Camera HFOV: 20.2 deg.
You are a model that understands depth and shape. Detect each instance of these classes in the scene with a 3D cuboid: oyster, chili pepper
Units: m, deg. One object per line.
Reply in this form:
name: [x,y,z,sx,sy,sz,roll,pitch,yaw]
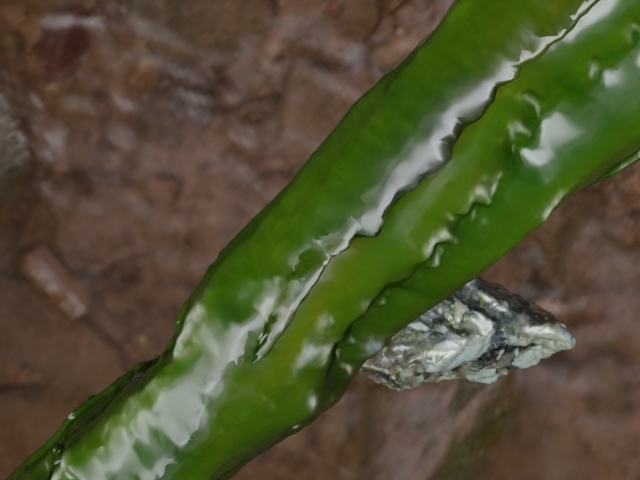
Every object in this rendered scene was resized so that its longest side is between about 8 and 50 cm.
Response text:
oyster: [0.058,0.060,1.445,0.252,0.199,0.087,48,157,-14]
chili pepper: [0.000,0.000,0.474,0.359,0.076,0.085,-36,107,15]
